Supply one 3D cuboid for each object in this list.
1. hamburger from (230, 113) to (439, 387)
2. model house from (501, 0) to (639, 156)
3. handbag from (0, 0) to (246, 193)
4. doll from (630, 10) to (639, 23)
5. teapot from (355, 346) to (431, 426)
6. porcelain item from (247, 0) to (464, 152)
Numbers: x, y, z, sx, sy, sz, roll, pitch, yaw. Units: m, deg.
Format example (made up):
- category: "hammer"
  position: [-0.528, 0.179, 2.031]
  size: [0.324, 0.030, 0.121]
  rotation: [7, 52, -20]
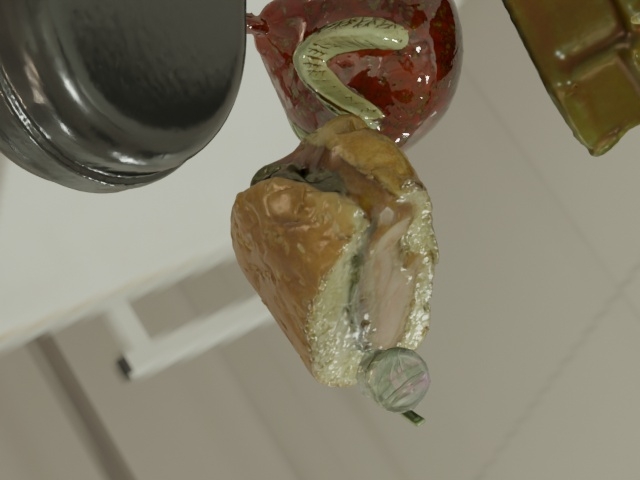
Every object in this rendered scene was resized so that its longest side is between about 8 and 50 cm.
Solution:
- category: "hamburger"
  position: [0.000, -0.003, 1.980]
  size: [0.162, 0.209, 0.330]
  rotation: [-32, 151, -13]
- category: "model house"
  position: [0.325, -0.256, 2.051]
  size: [0.239, 0.268, 0.173]
  rotation: [-30, 173, 27]
- category: "handbag"
  position: [-0.140, -0.184, 1.307]
  size: [0.093, 0.308, 0.254]
  rotation: [-8, 166, 37]
- category: "doll"
  position: [0.323, -0.168, 1.406]
  size: [0.151, 0.151, 0.287]
  rotation: [-25, 173, -23]
- category: "teapot"
  position: [0.071, 0.140, 1.914]
  size: [0.064, 0.083, 0.064]
  rotation: [-31, -168, -14]
- category: "porcelain item"
  position: [0.020, -0.204, 2.132]
  size: [0.253, 0.253, 0.253]
  rotation: [-29, 161, -11]
